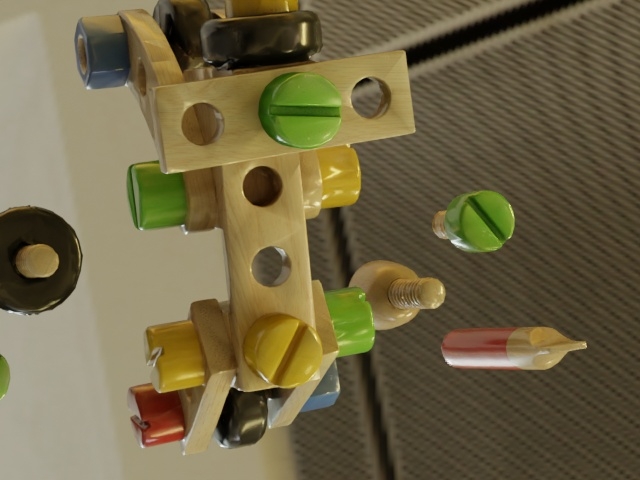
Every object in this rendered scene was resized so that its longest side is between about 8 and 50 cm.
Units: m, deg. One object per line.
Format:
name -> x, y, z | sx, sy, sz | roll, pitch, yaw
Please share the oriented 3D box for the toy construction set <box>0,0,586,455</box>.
toy construction set -> 0.000, 0.000, 0.978 | 0.237, 0.309, 0.257 | -6, -113, 68
